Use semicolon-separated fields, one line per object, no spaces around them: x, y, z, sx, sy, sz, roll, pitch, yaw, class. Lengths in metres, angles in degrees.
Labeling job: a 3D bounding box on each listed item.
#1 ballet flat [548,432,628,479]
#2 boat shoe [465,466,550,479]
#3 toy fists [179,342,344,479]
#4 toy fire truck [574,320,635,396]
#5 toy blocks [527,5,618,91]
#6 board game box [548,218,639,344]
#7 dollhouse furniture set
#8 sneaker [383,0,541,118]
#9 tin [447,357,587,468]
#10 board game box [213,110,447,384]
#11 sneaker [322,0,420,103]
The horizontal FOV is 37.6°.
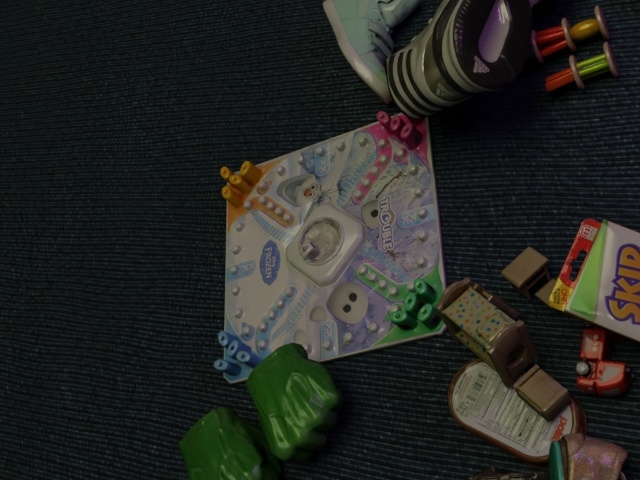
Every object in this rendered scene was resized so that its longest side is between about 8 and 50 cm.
0.315;0.374;1.052;0.106;0.107;0.316;3;71;4;ballet flat
0.217;0.310;1.182;0.152;0.056;0.049;-3;60;22;boat shoe
-0.081;0.285;1.361;0.279;0.096;0.142;-43;49;12;toy fists
0.396;0.103;1.167;0.135;0.047;0.192;1;69;32;toy fire truck
0.350;-0.267;1.380;0.148;0.054;0.123;-18;58;26;toy blocks
0.414;0.071;1.118;0.259;0.039;0.124;23;85;20;board game box
0.270;0.099;1.190;0.161;0.101;0.182;-42;46;-8;dollhouse furniture set
0.223;-0.362;1.439;0.257;0.169;0.447;-22;31;53;sneaker
0.249;0.220;1.215;0.190;0.040;0.106;22;85;39;tin
0.000;0.000;1.482;0.390;0.050;0.390;-17;58;26;board game box
0.107;-0.351;1.561;0.151;0.094;0.256;-31;55;14;sneaker
